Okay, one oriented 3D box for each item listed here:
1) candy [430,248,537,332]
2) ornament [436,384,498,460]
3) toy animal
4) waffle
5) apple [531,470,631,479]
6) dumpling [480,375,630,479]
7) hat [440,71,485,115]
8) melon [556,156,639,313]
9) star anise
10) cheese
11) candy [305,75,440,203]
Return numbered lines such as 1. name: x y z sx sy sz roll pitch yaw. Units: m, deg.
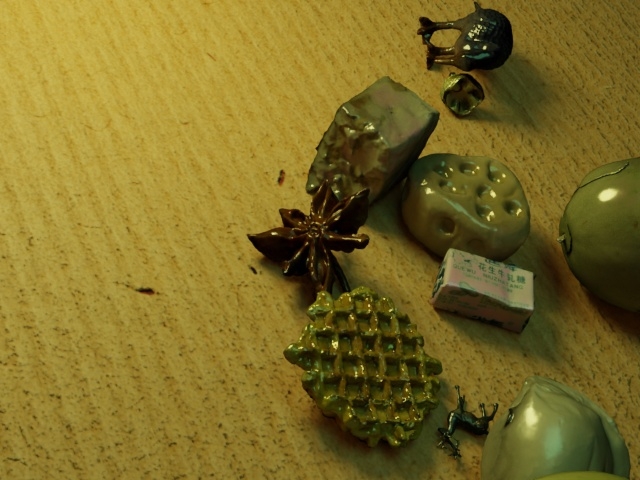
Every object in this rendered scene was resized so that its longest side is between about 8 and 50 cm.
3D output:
1. candy: 0.263 0.079 1.724 0.160 0.073 0.092 17 49 -6
2. ornament: 0.211 0.271 1.551 0.073 0.028 0.125 25 42 4
3. toy animal: 0.301 -0.401 2.142 0.185 0.122 0.298 2 22 28
4. waffle: 0.070 0.174 1.543 0.243 0.059 0.238 45 47 3
5. apple: 0.277 0.444 1.197 0.357 0.357 0.357 11 45 -11
6. dumpling: 0.324 0.331 1.470 0.227 0.243 0.175 28 1 -19
7. hat: 0.270 -0.289 2.081 0.077 0.076 0.059 40 9 -32
8. melon: 0.555 -0.007 1.783 0.330 0.268 0.268 3 46 -6
9. star anise: -0.006 -0.003 1.672 0.196 0.111 0.212 15 72 20
10. cheese: 0.251 -0.055 1.817 0.218 0.117 0.235 -23 59 -38
11. candy: 0.090 -0.161 1.821 0.137 0.185 0.195 39 42 11
